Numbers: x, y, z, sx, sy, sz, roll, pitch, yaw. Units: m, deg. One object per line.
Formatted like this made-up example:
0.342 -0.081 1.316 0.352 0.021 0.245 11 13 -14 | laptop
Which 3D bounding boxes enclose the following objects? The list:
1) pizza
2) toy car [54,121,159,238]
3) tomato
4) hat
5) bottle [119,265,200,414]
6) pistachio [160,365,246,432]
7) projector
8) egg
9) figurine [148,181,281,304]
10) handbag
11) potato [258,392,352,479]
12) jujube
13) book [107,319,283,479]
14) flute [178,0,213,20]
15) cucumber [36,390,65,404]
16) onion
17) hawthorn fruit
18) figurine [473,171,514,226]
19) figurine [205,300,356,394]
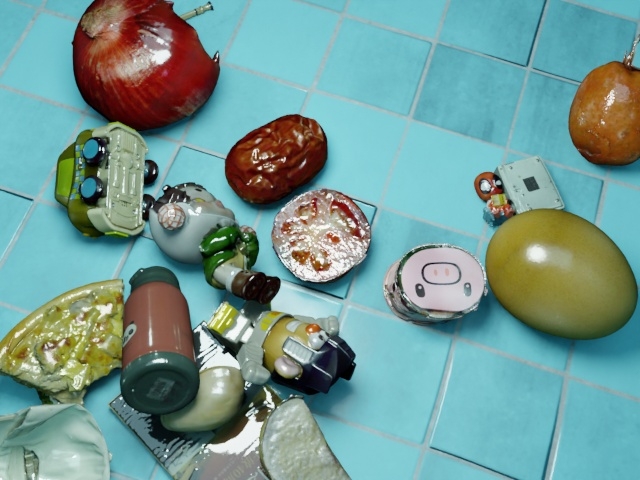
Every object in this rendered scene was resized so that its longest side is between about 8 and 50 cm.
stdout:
-0.493 0.210 1.466 0.323 0.089 0.223 -35 81 -33 | pizza
-0.496 -0.125 1.602 0.198 0.204 0.247 -6 77 24 | toy car
0.001 -0.001 1.605 0.225 0.085 0.224 0 70 1 | tomato
-0.567 0.444 1.392 0.302 0.168 0.257 -7 83 21 | hat
-0.324 0.176 1.432 0.144 0.143 0.336 -12 37 -7 | bottle
-0.228 0.312 1.419 0.185 0.124 0.124 -22 70 -4 | pistachio
0.484 -0.118 1.680 0.115 0.061 0.147 -16 68 -6 | projector
0.500 0.073 1.499 0.323 0.250 0.250 30 70 6 | egg
-0.231 0.004 1.518 0.370 0.281 0.167 39 102 34 | figurine
0.243 0.094 1.555 0.205 0.116 0.179 0 69 -3 | handbag
-0.035 0.431 1.393 0.138 0.098 0.243 -30 75 -16 | potato
-0.097 -0.185 1.640 0.250 0.174 0.174 -38 73 -27 | jujube
-0.214 0.377 1.474 0.262 0.028 0.374 -42 74 -19 | book
-0.384 -0.562 1.857 0.233 0.027 0.027 -27 71 -12 | flute
-0.556 0.290 1.482 0.069 0.069 0.227 -27 74 -12 | cucumber
-0.410 -0.406 1.650 0.342 0.341 0.341 1 68 -1 | onion
0.688 -0.323 1.662 0.211 0.298 0.211 5 27 -2 | hawthorn fruit
0.398 -0.101 1.665 0.068 0.075 0.140 -10 58 -4 | figurine
-0.067 0.212 1.457 0.309 0.143 0.308 4 41 -4 | figurine
